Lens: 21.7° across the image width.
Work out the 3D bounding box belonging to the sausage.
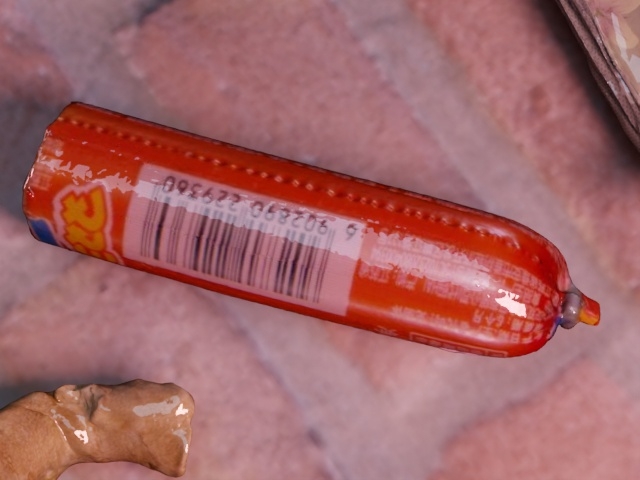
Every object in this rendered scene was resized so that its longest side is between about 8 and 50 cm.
[{"bbox_3d":[0.000,0.000,0.795,0.274,0.074,0.074,14,70,6],"label":"sausage"}]

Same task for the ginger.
[{"bbox_3d":[-0.175,0.152,0.736,0.288,0.089,0.075,-37,47,-23],"label":"ginger"}]

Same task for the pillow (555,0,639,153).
[{"bbox_3d":[0.190,-0.124,0.849,0.169,0.059,0.255,-22,69,-8],"label":"pillow"}]
